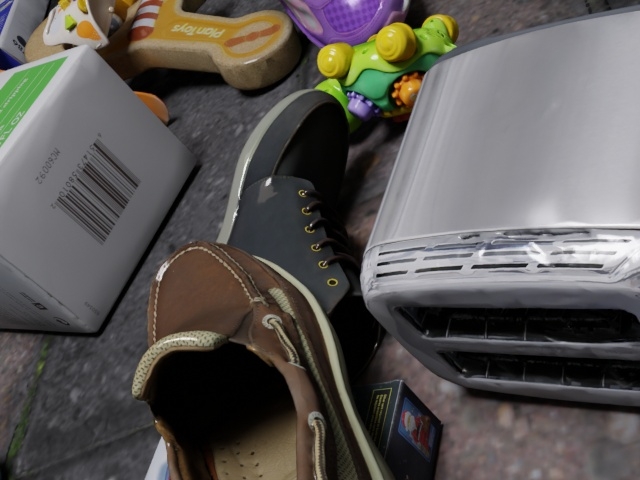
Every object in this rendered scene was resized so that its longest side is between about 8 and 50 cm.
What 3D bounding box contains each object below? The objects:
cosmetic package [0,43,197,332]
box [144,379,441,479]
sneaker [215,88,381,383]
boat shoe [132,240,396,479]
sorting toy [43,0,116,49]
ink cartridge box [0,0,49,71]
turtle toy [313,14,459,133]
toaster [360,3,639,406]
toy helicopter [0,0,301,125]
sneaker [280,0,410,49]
[{"bbox_3d":[-0.315,-0.033,0.808,0.365,0.155,0.197,-4,51,40],"label":"cosmetic package"},{"bbox_3d":[-0.039,0.183,0.409,0.159,0.044,0.233,-12,44,34],"label":"box"},{"bbox_3d":[0.000,0.000,0.549,0.118,0.083,0.222,3,64,39],"label":"sneaker"},{"bbox_3d":[-0.038,0.063,0.398,0.095,0.095,0.257,-44,39,2],"label":"boat shoe"},{"bbox_3d":[-0.237,-0.221,0.841,0.075,0.045,0.083,-16,54,30],"label":"sorting toy"},{"bbox_3d":[-0.520,-0.292,1.357,0.165,0.065,0.333,-30,35,16],"label":"ink cartridge box"},{"bbox_3d":[0.043,-0.116,0.628,0.130,0.066,0.095,-10,11,37],"label":"turtle toy"},{"bbox_3d":[0.115,-0.013,0.403,0.227,0.129,0.146,-2,53,41],"label":"toaster"},{"bbox_3d":[-0.176,-0.196,0.878,0.355,0.140,0.235,15,56,36],"label":"toy helicopter"},{"bbox_3d":[-0.024,-0.238,0.741,0.236,0.104,0.095,47,110,33],"label":"sneaker"}]
